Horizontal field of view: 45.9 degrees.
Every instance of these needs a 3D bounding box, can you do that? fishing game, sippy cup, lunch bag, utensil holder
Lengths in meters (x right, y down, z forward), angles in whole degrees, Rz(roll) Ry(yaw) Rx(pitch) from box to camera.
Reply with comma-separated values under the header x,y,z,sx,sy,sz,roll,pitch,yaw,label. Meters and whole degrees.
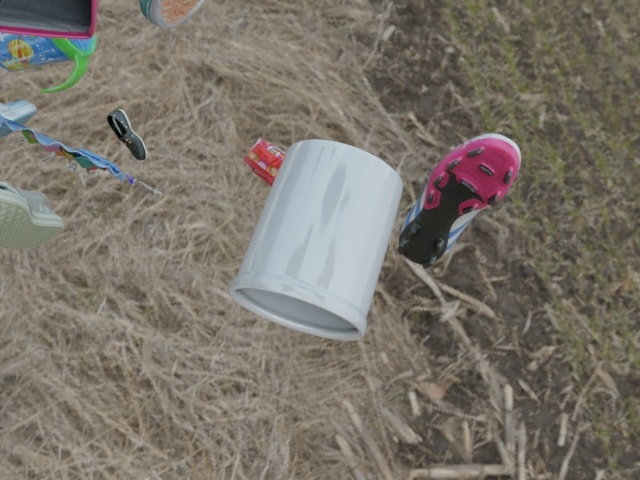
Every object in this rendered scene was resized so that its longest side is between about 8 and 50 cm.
x,y,z,sx,sy,sz,roll,pitch,yaw,label
-0.356,-0.118,1.036,0.264,0.041,0.189,26,-2,-29,fishing game
-0.733,-0.543,1.928,0.240,0.224,0.305,52,23,-58,sippy cup
-0.101,-0.201,2.299,0.258,0.120,0.293,37,2,-40,lunch bag
0.000,0.000,1.787,0.328,0.327,0.385,23,72,-14,utensil holder

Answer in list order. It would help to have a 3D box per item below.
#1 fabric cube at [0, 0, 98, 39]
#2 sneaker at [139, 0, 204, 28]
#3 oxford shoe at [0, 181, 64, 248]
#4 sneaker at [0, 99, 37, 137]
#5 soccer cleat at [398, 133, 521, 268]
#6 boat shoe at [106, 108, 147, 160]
x,y,z,sx,sy,sz,roll,pitch,yaw,label
-0.355,-0.402,0.795,0.254,0.259,0.258,4,46,-14,fabric cube
-0.202,-0.446,1.079,0.121,0.108,0.302,18,80,18,sneaker
-0.733,-0.070,1.730,0.169,0.449,0.130,-30,84,1,oxford shoe
-0.910,-0.356,1.961,0.208,0.127,0.319,57,40,-6,sneaker
0.233,-0.089,1.298,0.116,0.331,0.143,32,48,-2,soccer cleat
-0.459,-0.245,1.788,0.133,0.049,0.042,61,38,-13,boat shoe
